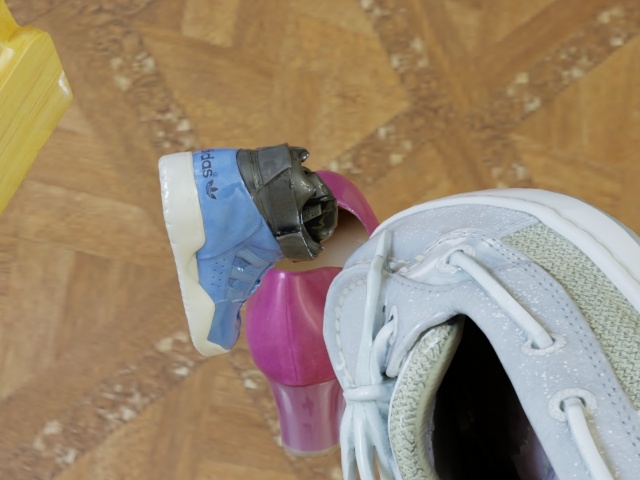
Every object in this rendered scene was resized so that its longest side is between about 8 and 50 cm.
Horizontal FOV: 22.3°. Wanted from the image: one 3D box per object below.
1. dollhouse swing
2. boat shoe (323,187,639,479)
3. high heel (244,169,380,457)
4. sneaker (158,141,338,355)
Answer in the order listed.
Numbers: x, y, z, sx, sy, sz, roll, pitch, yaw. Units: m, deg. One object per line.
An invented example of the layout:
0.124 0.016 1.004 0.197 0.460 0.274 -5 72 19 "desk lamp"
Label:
-0.508 -0.207 1.781 0.315 0.347 0.305 -59 152 -7 "dollhouse swing"
0.066 0.065 0.500 0.103 0.320 0.118 -13 113 -19 "boat shoe"
0.000 0.000 1.402 0.127 0.377 0.181 -5 125 1 "high heel"
-0.031 0.006 0.829 0.085 0.152 0.058 -8 51 -2 "sneaker"
